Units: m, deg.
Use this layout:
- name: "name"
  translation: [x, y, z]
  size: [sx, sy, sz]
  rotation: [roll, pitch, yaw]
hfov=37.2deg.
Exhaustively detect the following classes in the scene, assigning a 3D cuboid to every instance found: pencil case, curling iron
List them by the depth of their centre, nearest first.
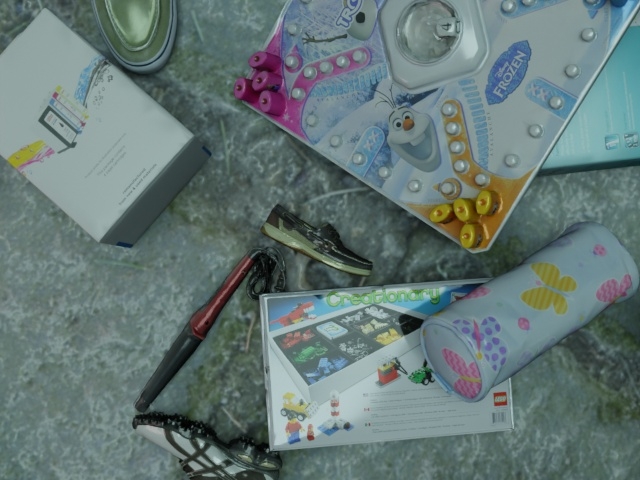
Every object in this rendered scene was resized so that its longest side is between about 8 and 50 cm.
- name: "pencil case"
  translation: [0.247, 0.081, 1.124]
  size: [0.273, 0.124, 0.113]
  rotation: [-28, 72, -25]
- name: "curling iron"
  translation: [-0.143, 0.116, 1.215]
  size: [0.068, 0.035, 0.274]
  rotation: [44, 89, 2]

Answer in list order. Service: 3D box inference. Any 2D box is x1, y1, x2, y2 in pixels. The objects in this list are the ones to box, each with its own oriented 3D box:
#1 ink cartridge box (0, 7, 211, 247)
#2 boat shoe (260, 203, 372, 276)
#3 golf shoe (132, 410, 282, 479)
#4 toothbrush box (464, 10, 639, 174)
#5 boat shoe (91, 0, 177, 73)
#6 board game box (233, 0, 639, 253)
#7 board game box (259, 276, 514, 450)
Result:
- name: "ink cartridge box"
  translation: [-0.281, -0.130, 1.159]
  size: [0.233, 0.171, 0.168]
  rotation: [41, 89, 3]
- name: "boat shoe"
  translation: [0.000, 0.000, 1.206]
  size: [0.152, 0.056, 0.049]
  rotation: [23, 94, 2]
- name: "golf shoe"
  translation: [-0.151, 0.277, 1.190]
  size: [0.198, 0.077, 0.093]
  rotation: [19, 89, 3]
- name: "toothbrush box"
  translation: [0.317, -0.193, 1.169]
  size: [0.296, 0.126, 0.216]
  rotation: [-7, 87, 1]
- name: "boat shoe"
  translation: [-0.251, -0.364, 1.204]
  size: [0.109, 0.094, 0.302]
  rotation: [-10, 88, 1]
- name: "board game box"
  translation: [0.126, -0.246, 1.110]
  size: [0.390, 0.050, 0.390]
  rotation: [35, 105, 21]
- name: "board game box"
  translation: [0.081, 0.151, 1.185]
  size: [0.305, 0.053, 0.193]
  rotation: [-3, 88, -5]
